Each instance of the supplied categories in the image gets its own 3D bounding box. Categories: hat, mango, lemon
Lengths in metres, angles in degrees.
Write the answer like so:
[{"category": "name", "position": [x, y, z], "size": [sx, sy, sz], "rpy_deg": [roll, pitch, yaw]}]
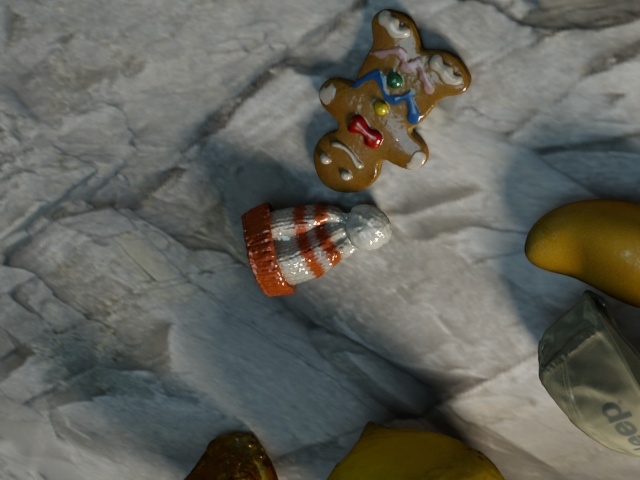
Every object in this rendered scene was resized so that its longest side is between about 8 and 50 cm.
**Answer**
[{"category": "hat", "position": [0.301, 0.174, 0.954], "size": [0.214, 0.245, 0.149], "rpy_deg": [39, 116, -12]}, {"category": "hat", "position": [0.000, 0.000, 1.115], "size": [0.162, 0.093, 0.112], "rpy_deg": [-16, 113, 10]}, {"category": "mango", "position": [0.291, 0.010, 0.981], "size": [0.184, 0.085, 0.102], "rpy_deg": [18, 124, 29]}, {"category": "lemon", "position": [0.109, 0.334, 1.104], "size": [0.228, 0.228, 0.254], "rpy_deg": [-12, 107, 27]}]

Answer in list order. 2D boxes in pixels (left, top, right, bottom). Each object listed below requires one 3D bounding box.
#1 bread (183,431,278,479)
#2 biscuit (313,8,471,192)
[{"category": "bread", "position": [-0.122, 0.327, 1.232], "size": [0.103, 0.172, 0.132], "rpy_deg": [-15, 104, 28]}, {"category": "biscuit", "position": [0.060, -0.129, 1.059], "size": [0.138, 0.031, 0.205], "rpy_deg": [41, 122, 4]}]
